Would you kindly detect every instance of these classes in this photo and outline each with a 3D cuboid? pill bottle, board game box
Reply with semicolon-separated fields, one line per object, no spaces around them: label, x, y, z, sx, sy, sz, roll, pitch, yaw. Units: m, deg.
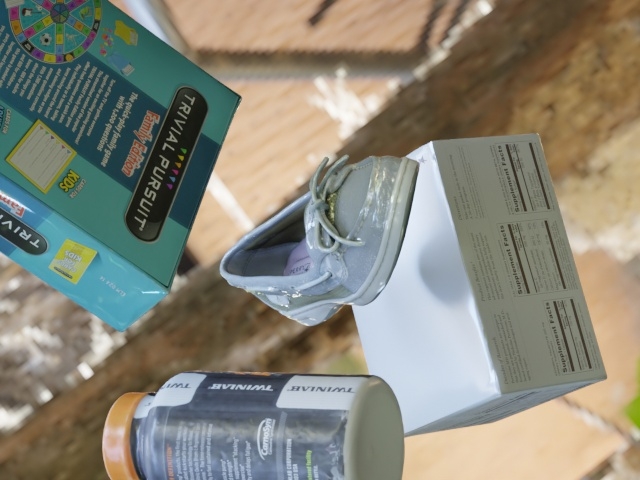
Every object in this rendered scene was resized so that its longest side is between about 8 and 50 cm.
pill bottle;-0.062;0.176;1.581;0.245;0.130;0.130;0;143;24
board game box;-0.246;-0.117;1.526;0.336;0.079;0.254;36;-138;-18

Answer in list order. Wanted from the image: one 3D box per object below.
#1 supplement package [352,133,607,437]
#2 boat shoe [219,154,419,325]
supplement package;0.144;0.050;1.889;0.204;0.145;0.262;-31;69;53
boat shoe;0.000;-0.002;1.707;0.103;0.118;0.320;18;161;-15
